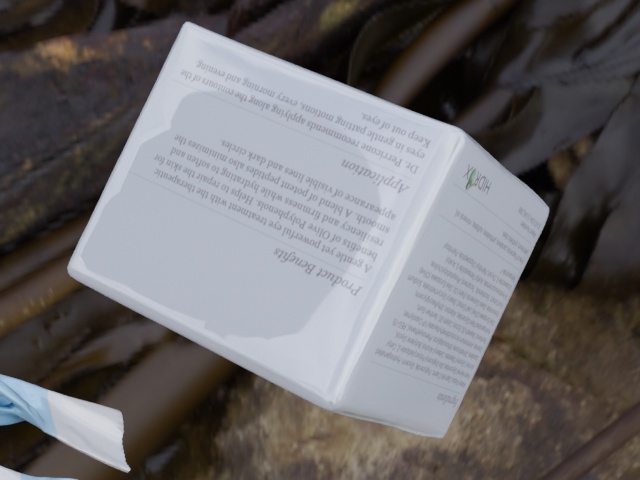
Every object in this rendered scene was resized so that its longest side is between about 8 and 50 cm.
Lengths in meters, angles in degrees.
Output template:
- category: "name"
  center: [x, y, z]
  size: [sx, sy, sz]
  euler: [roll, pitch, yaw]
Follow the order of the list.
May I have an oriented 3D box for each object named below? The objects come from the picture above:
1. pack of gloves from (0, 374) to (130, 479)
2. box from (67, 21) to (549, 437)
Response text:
- category: "pack of gloves"
  center: [-0.261, 0.199, 1.406]
  size: [0.046, 0.232, 0.195]
  euler: [-45, 42, 25]
- category: "box"
  center: [0.000, 0.000, 0.460]
  size: [0.101, 0.102, 0.087]
  euler: [24, 88, 27]
